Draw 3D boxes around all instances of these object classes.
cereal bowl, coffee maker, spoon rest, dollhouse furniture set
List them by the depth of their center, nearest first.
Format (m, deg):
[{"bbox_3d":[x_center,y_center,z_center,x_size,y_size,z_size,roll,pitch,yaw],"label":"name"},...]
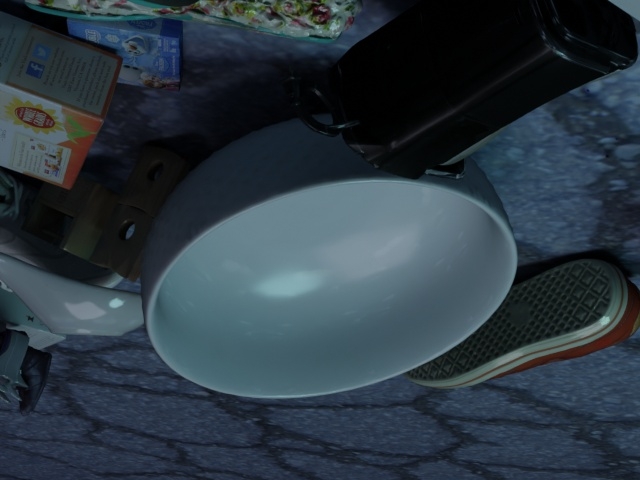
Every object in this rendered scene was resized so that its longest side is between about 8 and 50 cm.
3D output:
[{"bbox_3d":[0.101,-0.120,0.869,0.178,0.120,0.171,-33,174,41],"label":"coffee maker"},{"bbox_3d":[0.000,0.000,1.156,0.339,0.141,0.339,-9,146,-6],"label":"cereal bowl"},{"bbox_3d":[-0.291,0.051,1.266,0.276,0.084,0.137,4,175,-30],"label":"spoon rest"},{"bbox_3d":[-0.175,-0.023,1.278,0.184,0.129,0.129,20,172,43],"label":"dollhouse furniture set"}]

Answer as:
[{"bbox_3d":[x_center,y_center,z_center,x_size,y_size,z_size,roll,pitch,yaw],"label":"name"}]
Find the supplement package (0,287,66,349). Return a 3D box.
[{"bbox_3d":[-0.395,0.055,1.521,0.179,0.105,0.105,21,154,-32],"label":"supplement package"}]

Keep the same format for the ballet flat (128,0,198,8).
[{"bbox_3d":[-0.146,-0.210,0.655,0.280,0.095,0.096,26,141,-38],"label":"ballet flat"}]

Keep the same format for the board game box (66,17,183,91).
[{"bbox_3d":[-0.158,-0.156,1.041,0.090,0.020,0.090,9,158,-2],"label":"board game box"}]

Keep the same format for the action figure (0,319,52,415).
[{"bbox_3d":[-0.421,0.082,1.352,0.185,0.099,0.285,-3,149,48],"label":"action figure"}]

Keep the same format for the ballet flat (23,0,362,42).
[{"bbox_3d":[-0.088,-0.191,0.881,0.241,0.091,0.077,5,128,-5],"label":"ballet flat"}]

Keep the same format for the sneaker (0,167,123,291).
[{"bbox_3d":[-0.325,-0.019,1.333,0.292,0.110,0.118,19,146,-27],"label":"sneaker"}]

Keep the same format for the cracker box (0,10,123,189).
[{"bbox_3d":[-0.294,-0.133,1.051,0.232,0.067,0.156,19,156,-14],"label":"cracker box"}]

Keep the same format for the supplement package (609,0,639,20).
[{"bbox_3d":[0.232,-0.192,0.590,0.262,0.204,0.145,22,154,-34],"label":"supplement package"}]

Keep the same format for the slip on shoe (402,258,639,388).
[{"bbox_3d":[0.218,0.103,1.447,0.331,0.123,0.101,-21,149,41],"label":"slip on shoe"}]
